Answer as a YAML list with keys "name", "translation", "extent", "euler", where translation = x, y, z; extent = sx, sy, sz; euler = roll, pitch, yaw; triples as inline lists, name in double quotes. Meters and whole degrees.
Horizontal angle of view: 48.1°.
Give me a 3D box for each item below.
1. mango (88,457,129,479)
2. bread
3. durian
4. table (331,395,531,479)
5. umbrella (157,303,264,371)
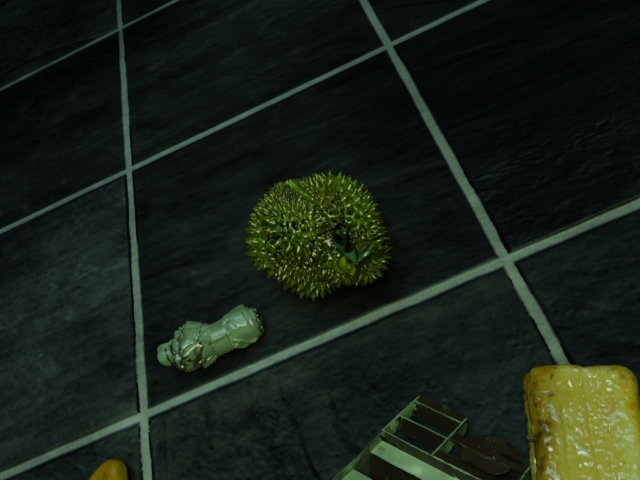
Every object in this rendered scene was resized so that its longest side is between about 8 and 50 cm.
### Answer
- name: "mango"
  translation: [-0.252, 0.298, 0.851]
  extent: [0.060, 0.046, 0.089]
  euler: [-15, 36, 12]
- name: "bread"
  translation: [0.242, 0.212, 0.638]
  extent: [0.113, 0.083, 0.211]
  euler: [0, 51, 10]
- name: "durian"
  translation: [0.004, -0.005, 0.906]
  extent: [0.198, 0.146, 0.159]
  euler: [9, 42, 26]
- name: "table"
  translation: [0.109, 0.243, 0.695]
  extent: [0.146, 0.062, 0.175]
  euler: [18, 31, 36]
- name: "umbrella"
  translation: [-0.143, 0.127, 0.924]
  extent: [0.143, 0.062, 0.067]
  euler: [-20, 66, 4]
